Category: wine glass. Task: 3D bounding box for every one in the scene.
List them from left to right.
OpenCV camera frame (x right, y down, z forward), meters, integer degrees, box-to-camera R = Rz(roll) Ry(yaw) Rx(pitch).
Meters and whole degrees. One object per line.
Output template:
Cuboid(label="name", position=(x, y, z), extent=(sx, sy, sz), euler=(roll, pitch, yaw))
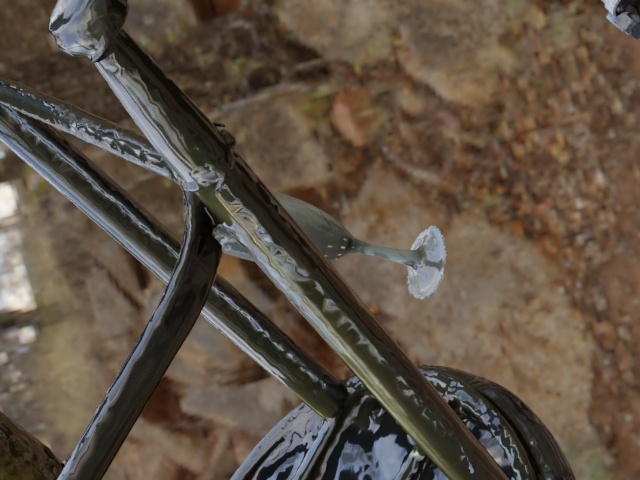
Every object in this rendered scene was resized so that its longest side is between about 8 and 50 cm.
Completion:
Cuboid(label="wine glass", position=(0.000, 0.000, 1.145), extent=(0.066, 0.198, 0.066), euler=(-38, 46, 54))

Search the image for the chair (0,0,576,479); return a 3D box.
Cuboid(label="chair", position=(-0.107, 0.124, 0.688), extent=(0.410, 0.365, 0.362), euler=(33, 174, -35))

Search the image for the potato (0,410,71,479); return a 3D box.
Cuboid(label="potato", position=(-0.205, 0.179, 0.987), extent=(0.225, 0.090, 0.117), euler=(48, -177, -42))

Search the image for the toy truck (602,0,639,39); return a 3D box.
Cuboid(label="toy truck", position=(0.321, -0.232, 1.337), extent=(0.216, 0.110, 0.116), euler=(14, -153, -45))
